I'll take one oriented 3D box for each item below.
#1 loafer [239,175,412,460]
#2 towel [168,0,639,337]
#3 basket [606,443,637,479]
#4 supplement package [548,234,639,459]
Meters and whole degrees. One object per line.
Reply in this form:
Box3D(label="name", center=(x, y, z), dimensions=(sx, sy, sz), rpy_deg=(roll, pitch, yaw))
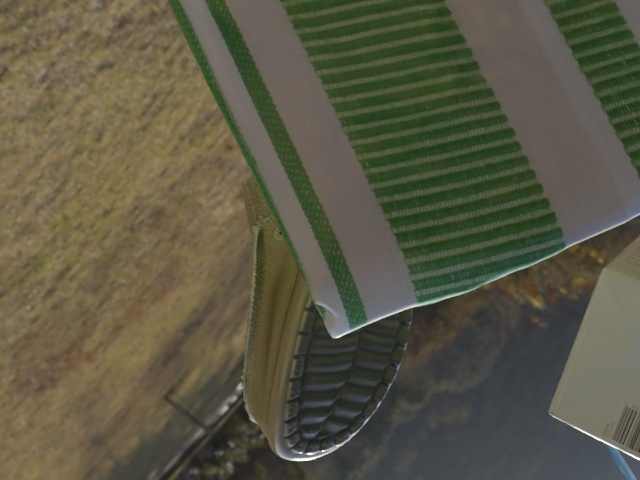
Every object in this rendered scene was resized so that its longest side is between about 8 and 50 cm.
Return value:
Box3D(label="loafer", center=(0.000, 0.000, 0.658), dimensions=(0.102, 0.092, 0.269), rpy_deg=(11, 89, -43))
Box3D(label="towel", center=(0.102, -0.116, 0.550), dimensions=(0.324, 0.248, 0.038), rpy_deg=(-23, 168, -12))
Box3D(label="basket", center=(0.557, 0.319, 1.402), dimensions=(0.289, 0.255, 0.201), rpy_deg=(-28, 180, 29))
Box3D(label="supplement package", center=(0.391, 0.098, 1.107), dimensions=(0.293, 0.177, 0.175), rpy_deg=(-25, 134, -55))
